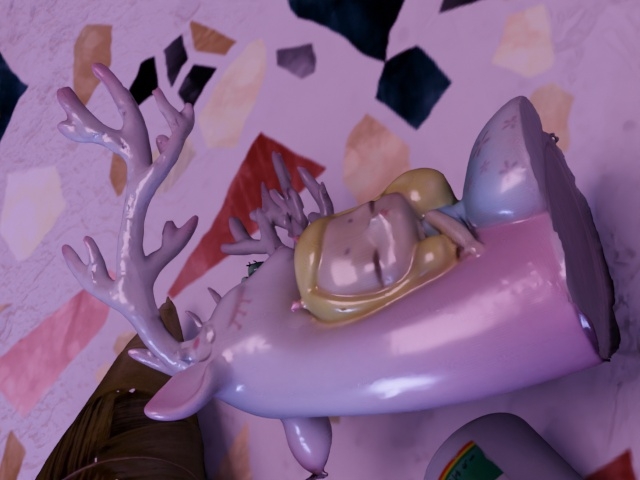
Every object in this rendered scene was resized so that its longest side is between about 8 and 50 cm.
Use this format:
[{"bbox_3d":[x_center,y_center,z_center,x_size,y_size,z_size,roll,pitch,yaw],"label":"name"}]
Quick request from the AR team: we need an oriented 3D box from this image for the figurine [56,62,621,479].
[{"bbox_3d":[0.006,0.010,0.912,0.316,0.206,0.284,-19,56,15],"label":"figurine"}]

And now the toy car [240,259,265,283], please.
[{"bbox_3d":[-0.008,0.032,1.052,0.122,0.035,0.059,-24,55,25],"label":"toy car"}]

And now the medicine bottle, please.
[{"bbox_3d":[0.123,0.165,0.835,0.080,0.080,0.130,-55,44,11],"label":"medicine bottle"}]

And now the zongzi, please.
[{"bbox_3d":[-0.178,0.222,1.085,0.274,0.145,0.300,-46,30,27],"label":"zongzi"}]
